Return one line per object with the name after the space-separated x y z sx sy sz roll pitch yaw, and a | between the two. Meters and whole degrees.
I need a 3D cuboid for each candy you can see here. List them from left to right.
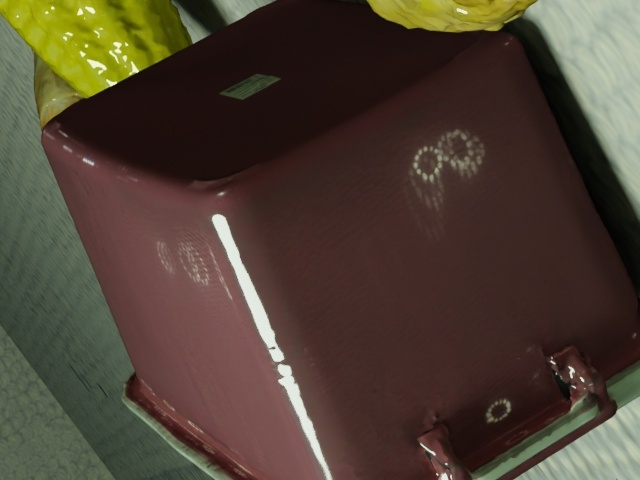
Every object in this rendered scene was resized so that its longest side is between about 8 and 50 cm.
-0.135 -0.140 1.134 0.199 0.094 0.106 55 176 17 | candy

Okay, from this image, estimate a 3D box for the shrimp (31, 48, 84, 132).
-0.132 -0.085 1.234 0.133 0.053 0.236 28 -139 -56 | shrimp

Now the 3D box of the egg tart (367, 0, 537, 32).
-0.003 -0.197 0.589 0.295 0.116 0.295 46 164 17 | egg tart

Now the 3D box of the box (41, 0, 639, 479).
0.000 0.000 0.897 0.294 0.193 0.167 22 141 64 | box
